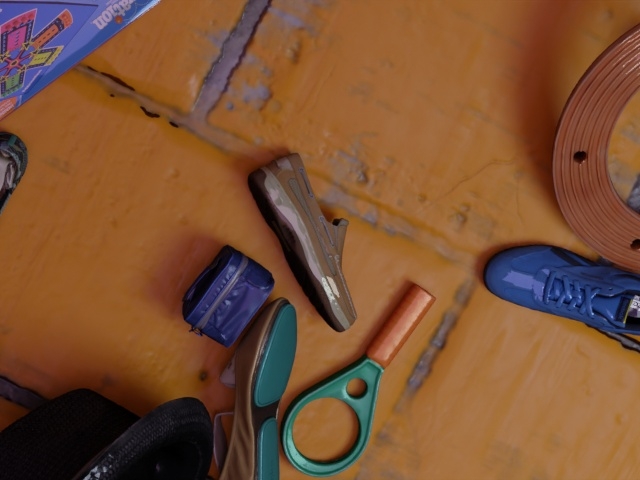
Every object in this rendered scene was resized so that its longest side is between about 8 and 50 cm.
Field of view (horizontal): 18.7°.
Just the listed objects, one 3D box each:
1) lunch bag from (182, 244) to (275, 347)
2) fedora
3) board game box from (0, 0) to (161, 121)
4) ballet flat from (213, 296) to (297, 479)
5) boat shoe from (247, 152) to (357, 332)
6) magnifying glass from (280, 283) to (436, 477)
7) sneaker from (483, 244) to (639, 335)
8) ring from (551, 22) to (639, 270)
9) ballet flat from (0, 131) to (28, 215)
[{"bbox_3d":[-0.100,0.057,1.965,0.065,0.067,0.098,36,94,-13],"label":"lunch bag"},{"bbox_3d":[-0.259,0.262,1.906,0.152,0.334,0.334,34,93,20],"label":"fedora"},{"bbox_3d":[-0.273,-0.239,1.907,0.281,0.027,0.145,-37,102,-2],"label":"board game box"},{"bbox_3d":[-0.076,0.168,1.987,0.073,0.080,0.232,10,98,26],"label":"ballet flat"},{"bbox_3d":[0.000,0.000,1.976,0.072,0.068,0.190,-30,103,-15],"label":"boat shoe"},{"bbox_3d":[0.043,0.146,2.026,0.092,0.026,0.231,35,92,-13],"label":"magnifying glass"},{"bbox_3d":[0.275,0.054,2.020,0.209,0.082,0.069,14,99,-10],"label":"sneaker"},{"bbox_3d":[0.396,-0.109,1.984,0.337,0.032,0.336,-6,127,-8],"label":"ring"},{"bbox_3d":[-0.350,-0.022,1.912,0.070,0.070,0.188,25,95,-12],"label":"ballet flat"}]
